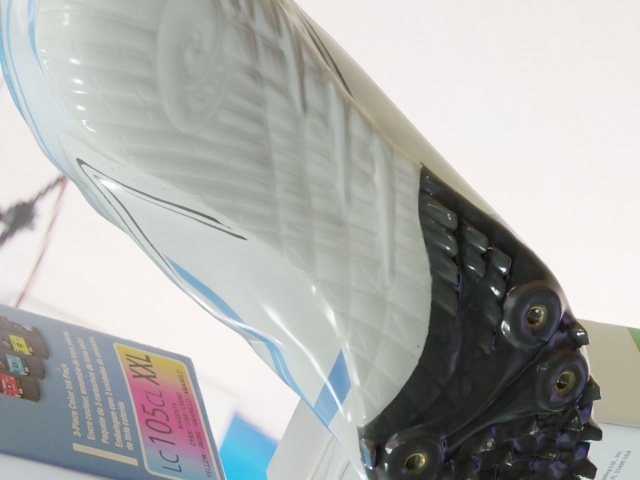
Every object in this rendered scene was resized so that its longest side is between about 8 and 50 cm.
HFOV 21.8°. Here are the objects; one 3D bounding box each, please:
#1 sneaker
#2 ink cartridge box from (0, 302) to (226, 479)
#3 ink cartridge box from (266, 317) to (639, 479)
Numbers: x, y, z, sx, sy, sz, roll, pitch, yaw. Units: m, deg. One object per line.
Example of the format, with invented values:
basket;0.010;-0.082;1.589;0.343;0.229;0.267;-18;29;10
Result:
sneaker;0.000;0.000;0.479;0.237;0.085;0.086;50;175;-22
ink cartridge box;-0.291;0.160;1.004;0.395;0.151;0.270;19;119;-34
ink cartridge box;0.092;0.116;0.872;0.208;0.087;0.153;10;126;-20
